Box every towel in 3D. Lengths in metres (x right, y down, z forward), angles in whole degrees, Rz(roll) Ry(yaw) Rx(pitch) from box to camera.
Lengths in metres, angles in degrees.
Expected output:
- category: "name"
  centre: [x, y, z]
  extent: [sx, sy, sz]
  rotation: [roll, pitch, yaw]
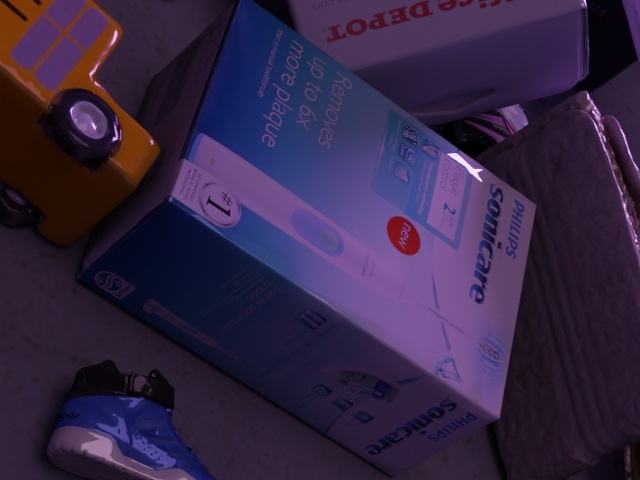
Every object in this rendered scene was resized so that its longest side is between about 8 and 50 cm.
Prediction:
- category: "towel"
  centre: [0.189, 0.041, 1.444]
  extent: [0.049, 0.187, 0.282]
  rotation: [9, 59, -41]

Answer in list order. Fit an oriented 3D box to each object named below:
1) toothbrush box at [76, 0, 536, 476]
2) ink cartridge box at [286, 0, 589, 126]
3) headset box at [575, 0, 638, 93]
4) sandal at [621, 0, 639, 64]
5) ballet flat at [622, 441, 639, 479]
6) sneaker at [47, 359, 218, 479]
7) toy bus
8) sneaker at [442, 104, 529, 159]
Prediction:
- category: "toothbrush box"
  centre: [0.000, 0.000, 1.351]
  extent: [0.295, 0.126, 0.216]
  rotation: [35, 45, -20]
- category: "ink cartridge box"
  centre: [0.070, -0.258, 1.494]
  extent: [0.223, 0.129, 0.307]
  rotation: [-15, 67, 2]
- category: "headset box"
  centre: [0.213, -0.310, 1.733]
  extent: [0.246, 0.131, 0.283]
  rotation: [29, 48, -25]
- category: "sandal"
  centre: [0.296, -0.275, 1.625]
  extent: [0.169, 0.102, 0.416]
  rotation: [1, 77, -24]
- category: "ballet flat"
  centre: [0.292, 0.224, 1.420]
  extent: [0.182, 0.164, 0.483]
  rotation: [53, 28, -49]
- category: "sneaker"
  centre: [-0.102, 0.132, 1.223]
  extent: [0.152, 0.058, 0.084]
  rotation: [26, 57, -18]
- category: "toy bus"
  centre: [-0.252, -0.151, 1.242]
  extent: [0.333, 0.108, 0.130]
  rotation: [41, 42, -13]
- category: "sneaker"
  centre: [0.170, -0.048, 1.585]
  extent: [0.178, 0.072, 0.077]
  rotation: [42, 55, 0]
